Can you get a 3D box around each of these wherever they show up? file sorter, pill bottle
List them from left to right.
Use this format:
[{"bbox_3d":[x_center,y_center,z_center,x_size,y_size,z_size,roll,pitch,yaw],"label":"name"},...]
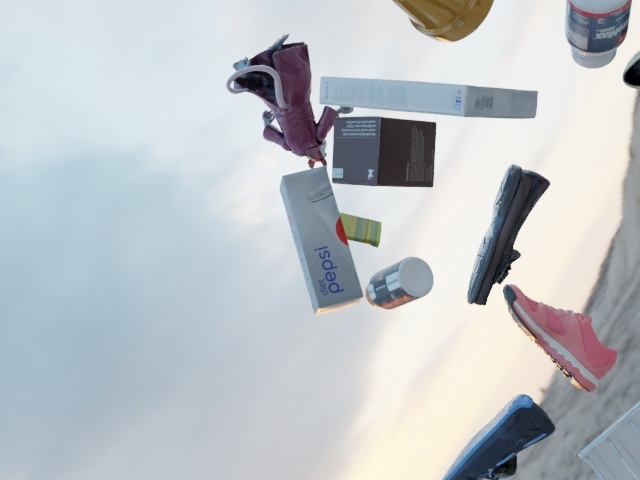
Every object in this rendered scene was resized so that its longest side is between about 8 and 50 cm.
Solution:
[{"bbox_3d":[0.232,0.140,2.683,0.130,0.130,0.246,-44,6,-31],"label":"pill bottle"},{"bbox_3d":[0.479,-0.383,1.504,0.108,0.108,0.180,-51,-26,-13],"label":"pill bottle"},{"bbox_3d":[0.771,0.490,1.949,0.278,0.193,0.173,-44,19,9],"label":"file sorter"}]

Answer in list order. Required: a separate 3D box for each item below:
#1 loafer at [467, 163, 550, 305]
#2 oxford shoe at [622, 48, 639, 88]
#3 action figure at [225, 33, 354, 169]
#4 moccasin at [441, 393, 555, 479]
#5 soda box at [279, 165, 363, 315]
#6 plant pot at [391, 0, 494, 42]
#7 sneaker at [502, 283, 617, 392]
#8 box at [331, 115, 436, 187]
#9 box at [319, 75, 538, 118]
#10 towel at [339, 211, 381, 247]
[{"bbox_3d":[0.384,-0.001,1.776,0.109,0.095,0.302,-68,-5,-83],"label":"loafer"},{"bbox_3d":[0.748,-0.352,1.588,0.397,0.140,0.147,-21,6,45],"label":"oxford shoe"},{"bbox_3d":[-0.058,-0.338,2.273,0.248,0.370,0.275,-21,21,13],"label":"action figure"},{"bbox_3d":[0.378,0.480,1.901,0.138,0.117,0.342,-44,-10,-50],"label":"moccasin"},{"bbox_3d":[0.000,0.000,1.765,0.098,0.286,0.091,-13,-13,-9],"label":"soda box"},{"bbox_3d":[0.228,-0.536,1.803,0.188,0.205,0.205,10,-64,-44],"label":"plant pot"},{"bbox_3d":[0.562,0.203,2.043,0.136,0.314,0.116,-42,-14,-1],"label":"sneaker"},{"bbox_3d":[0.158,-0.217,2.143,0.203,0.169,0.166,-2,-83,-41],"label":"box"},{"bbox_3d":[0.190,-0.256,1.561,0.232,0.322,0.058,-7,-74,-47],"label":"box"},{"bbox_3d":[0.043,-0.041,2.287,0.102,0.237,0.021,-78,1,-53],"label":"towel"}]
